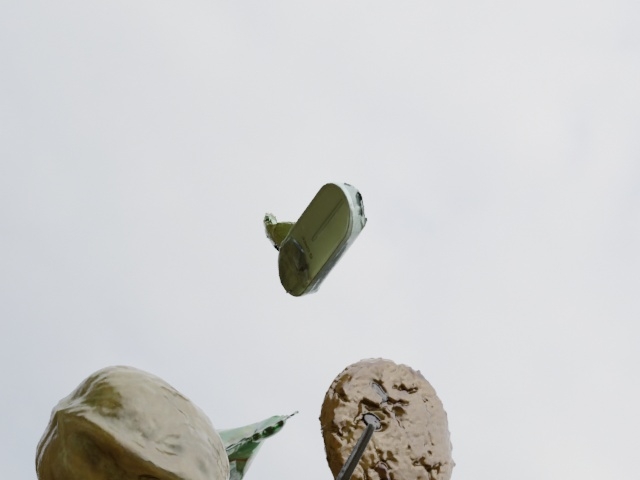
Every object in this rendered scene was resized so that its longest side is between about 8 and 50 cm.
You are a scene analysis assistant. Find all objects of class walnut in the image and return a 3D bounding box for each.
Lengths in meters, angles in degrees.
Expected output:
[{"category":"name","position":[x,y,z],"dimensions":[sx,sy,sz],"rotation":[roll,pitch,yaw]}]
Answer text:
[{"category":"walnut","position":[-0.249,0.304,1.883],"dimensions":[0.283,0.227,0.283],"rotation":[32,-9,6]}]

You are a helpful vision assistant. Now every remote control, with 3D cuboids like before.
[{"category":"remote control","position":[0.000,0.000,2.213],"dimensions":[0.247,0.052,0.104],"rotation":[-52,-128,45]}]

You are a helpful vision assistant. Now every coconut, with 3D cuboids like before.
[{"category":"coconut","position":[-0.049,0.003,2.445],"dimensions":[0.133,0.055,0.158],"rotation":[49,-13,-8]}]

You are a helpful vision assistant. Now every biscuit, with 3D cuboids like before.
[{"category":"biscuit","position":[0.123,0.342,2.392],"dimensions":[0.296,0.296,0.075],"rotation":[54,-41,-4]}]

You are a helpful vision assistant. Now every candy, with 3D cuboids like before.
[{"category":"candy","position":[-0.213,0.424,2.561],"dimensions":[0.172,0.263,0.398],"rotation":[49,-34,7]}]

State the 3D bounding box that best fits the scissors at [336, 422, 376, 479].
[{"category":"scissors","position":[0.032,0.392,2.221],"dimensions":[0.017,0.220,0.088],"rotation":[30,-5,-13]}]
